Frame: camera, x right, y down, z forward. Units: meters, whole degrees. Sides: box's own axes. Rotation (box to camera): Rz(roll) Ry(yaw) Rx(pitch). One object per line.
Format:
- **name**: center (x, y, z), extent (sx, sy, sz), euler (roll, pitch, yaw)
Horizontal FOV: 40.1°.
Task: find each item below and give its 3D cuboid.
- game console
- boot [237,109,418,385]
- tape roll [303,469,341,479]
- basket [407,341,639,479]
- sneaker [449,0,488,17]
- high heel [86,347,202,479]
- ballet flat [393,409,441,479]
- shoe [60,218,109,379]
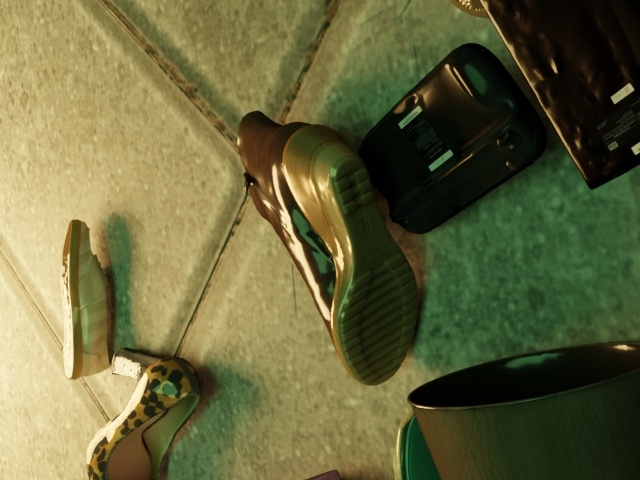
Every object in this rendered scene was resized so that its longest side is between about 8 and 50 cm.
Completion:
- **game console**: center (0.125, -0.116, 0.651), extent (0.213, 0.044, 0.361), euler (62, 149, 7)
- **boot**: center (0.000, 0.000, 0.855), extent (0.207, 0.090, 0.249), euler (30, 136, 58)
- **tape roll**: center (-0.094, 0.316, 0.854), extent (0.274, 0.274, 0.090), euler (-34, 72, 43)
- **basket**: center (0.184, 0.207, 0.651), extent (0.204, 0.154, 0.227), euler (-17, 89, 47)
- **sneaker**: center (0.143, -0.317, 0.643), extent (0.099, 0.153, 0.282), euler (25, 145, 37)
- **high heel**: center (-0.211, 0.270, 1.087), extent (0.186, 0.093, 0.261), euler (3, 91, 51)
- **ballet flat**: center (0.092, 0.239, 0.812), extent (0.052, 0.057, 0.168), euler (-16, 85, 55)
- **shoe**: center (-0.320, 0.079, 1.200), extent (0.076, 0.058, 0.219), euler (-167, 76, -64)
